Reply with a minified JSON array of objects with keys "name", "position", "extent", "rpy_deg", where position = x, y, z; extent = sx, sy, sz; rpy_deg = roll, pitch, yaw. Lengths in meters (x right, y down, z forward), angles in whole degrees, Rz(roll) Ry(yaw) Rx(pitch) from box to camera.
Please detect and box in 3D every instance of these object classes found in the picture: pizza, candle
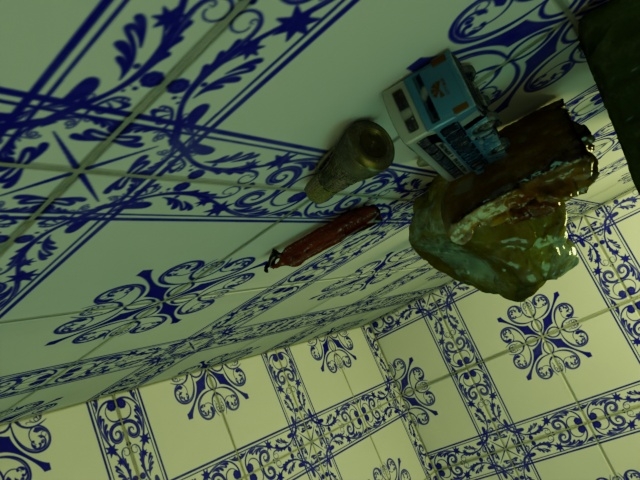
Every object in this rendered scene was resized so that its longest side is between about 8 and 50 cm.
[{"name":"pizza","position":[0.373,-0.134,1.069],"extent":[0.277,0.114,0.409],"rpy_deg":[1,-138,49]},{"name":"candle","position":[0.000,0.000,1.311],"extent":[0.301,0.059,0.084],"rpy_deg":[-28,156,16]}]

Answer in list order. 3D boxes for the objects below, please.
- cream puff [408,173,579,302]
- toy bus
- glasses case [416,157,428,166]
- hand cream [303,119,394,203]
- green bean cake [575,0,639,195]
[{"name":"cream puff","position":[0.392,-0.045,1.323],"extent":[0.276,0.378,0.378],"rpy_deg":[-59,173,-14]},{"name":"toy bus","position":[0.207,-0.179,0.913],"extent":[0.130,0.106,0.297],"rpy_deg":[-27,164,19]},{"name":"glasses case","position":[0.226,-0.164,1.153],"extent":[0.083,0.021,0.032],"rpy_deg":[-19,165,-19]},{"name":"hand cream","position":[0.035,-0.114,0.947],"extent":[0.083,0.084,0.203],"rpy_deg":[-15,170,-30]},{"name":"green bean cake","position":[0.545,-0.218,0.883],"extent":[0.218,0.335,0.319],"rpy_deg":[-21,171,28]}]
